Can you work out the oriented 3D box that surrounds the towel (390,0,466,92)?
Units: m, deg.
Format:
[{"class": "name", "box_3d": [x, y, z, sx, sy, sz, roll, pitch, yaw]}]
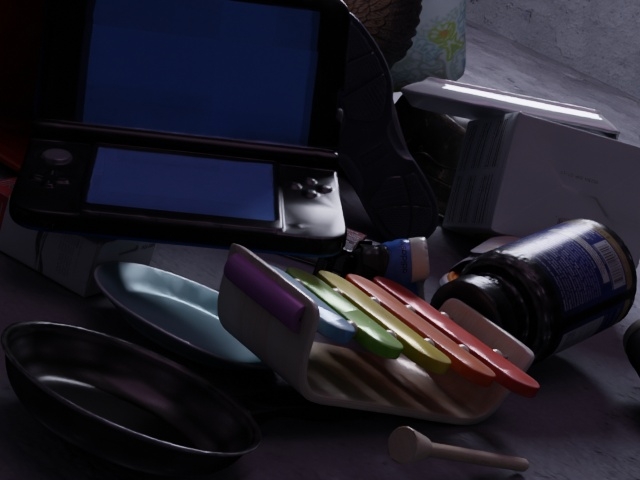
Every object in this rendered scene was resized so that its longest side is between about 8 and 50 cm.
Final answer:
[{"class": "towel", "box_3d": [0.011, -0.309, 1.877, 0.374, 0.320, 0.090, -7, 62, 2]}]

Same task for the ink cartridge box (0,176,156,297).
[{"class": "ink cartridge box", "box_3d": [-0.230, -0.007, 1.260, 0.135, 0.056, 0.099, 27, 20, 22]}]

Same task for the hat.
[{"class": "hat", "box_3d": [0.160, -0.134, 1.934, 0.331, 0.134, 0.331, 17, 18, -6]}]

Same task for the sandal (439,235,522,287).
[{"class": "sandal", "box_3d": [0.227, 0.030, 1.602, 0.102, 0.076, 0.265, 28, 20, 27]}]

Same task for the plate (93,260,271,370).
[{"class": "plate", "box_3d": [-0.110, 0.070, 1.181, 0.188, 0.024, 0.188, 25, 11, -5]}]

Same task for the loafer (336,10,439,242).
[{"class": "loafer", "box_3d": [0.047, -0.134, 1.649, 0.109, 0.303, 0.095, -25, 14, -4]}]

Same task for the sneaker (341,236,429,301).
[{"class": "sneaker", "box_3d": [0.062, 0.039, 1.382, 0.084, 0.058, 0.152, -5, -18, -1]}]

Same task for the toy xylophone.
[{"class": "toy xylophone", "box_3d": [0.065, 0.099, 1.164, 0.236, 0.081, 0.322, 34, 13, 34]}]

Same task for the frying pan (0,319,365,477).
[{"class": "frying pan", "box_3d": [-0.111, 0.114, 1.038, 0.197, 0.053, 0.326, 28, 8, 21]}]

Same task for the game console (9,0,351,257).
[{"class": "game console", "box_3d": [-0.117, -0.122, 1.250, 0.293, 0.173, 0.250, 5, 26, -6]}]

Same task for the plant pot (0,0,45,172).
[{"class": "plant pot", "box_3d": [-0.210, -0.178, 1.507, 0.267, 0.267, 0.235, 30, 6, 30]}]

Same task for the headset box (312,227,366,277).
[{"class": "headset box", "box_3d": [0.017, 0.024, 1.421, 0.032, 0.062, 0.083, 22, 18, 7]}]

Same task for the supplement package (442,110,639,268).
[{"class": "supplement package", "box_3d": [0.283, -0.060, 1.720, 0.194, 0.149, 0.203, 15, -2, -11]}]

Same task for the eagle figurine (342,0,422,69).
[{"class": "eagle figurine", "box_3d": [-0.039, -0.239, 1.693, 0.225, 0.298, 0.226, 44, 37, 2]}]

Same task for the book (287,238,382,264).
[{"class": "book", "box_3d": [0.000, 0.000, 1.528, 0.144, 0.035, 0.096, 19, 14, -3]}]

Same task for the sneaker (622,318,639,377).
[{"class": "sneaker", "box_3d": [0.409, 0.169, 1.413, 0.222, 0.083, 0.118, 22, 35, -14]}]

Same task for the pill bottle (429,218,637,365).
[{"class": "pill bottle", "box_3d": [0.213, 0.058, 1.398, 0.219, 0.123, 0.122, -18, 39, -43]}]

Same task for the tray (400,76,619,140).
[{"class": "tray", "box_3d": [0.240, -0.163, 1.732, 0.270, 0.030, 0.145, 12, 0, 10]}]
